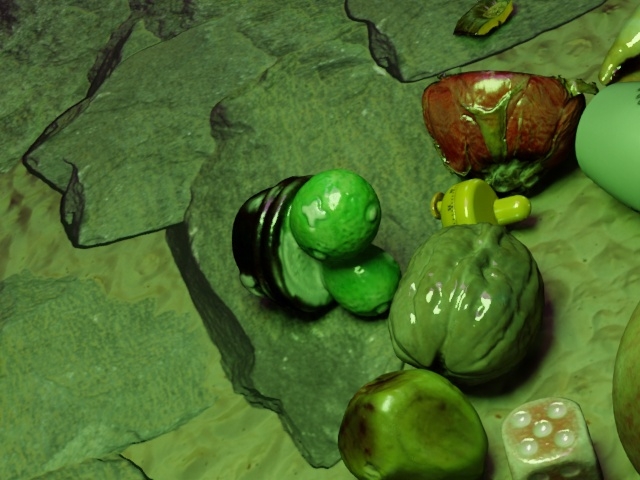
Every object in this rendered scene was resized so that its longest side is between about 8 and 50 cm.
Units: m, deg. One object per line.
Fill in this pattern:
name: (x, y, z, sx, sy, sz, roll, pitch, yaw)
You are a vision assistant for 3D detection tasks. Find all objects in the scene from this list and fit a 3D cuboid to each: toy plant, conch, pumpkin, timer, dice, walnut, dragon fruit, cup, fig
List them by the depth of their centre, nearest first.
dice: (0.248, 0.230, 1.490, 0.094, 0.093, 0.091, -16, 41, 10)
fig: (0.106, 0.214, 1.540, 0.166, 0.154, 0.144, 13, 57, 8)
walnut: (0.178, 0.069, 1.647, 0.178, 0.178, 0.230, -1, 42, 25)
cup: (0.470, -0.111, 1.712, 0.258, 0.186, 0.234, -11, 23, -31)
toy plant: (0.000, 0.000, 1.769, 0.235, 0.218, 0.175, 6, 47, 42)
timer: (0.206, -0.028, 1.772, 0.109, 0.107, 0.107, -15, 40, 32)
dragon fruit: (0.239, -0.126, 1.822, 0.224, 0.218, 0.148, 6, 78, 1)
conch: (0.501, -0.291, 1.927, 0.255, 0.127, 0.158, -40, 70, 14)
pumpkin: (0.254, -0.342, 2.142, 0.101, 0.035, 0.073, -44, 33, -16)

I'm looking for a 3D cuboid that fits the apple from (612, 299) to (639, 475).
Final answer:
apple: (0.455, 0.132, 1.362, 0.345, 0.269, 0.344, -13, 43, 12)
